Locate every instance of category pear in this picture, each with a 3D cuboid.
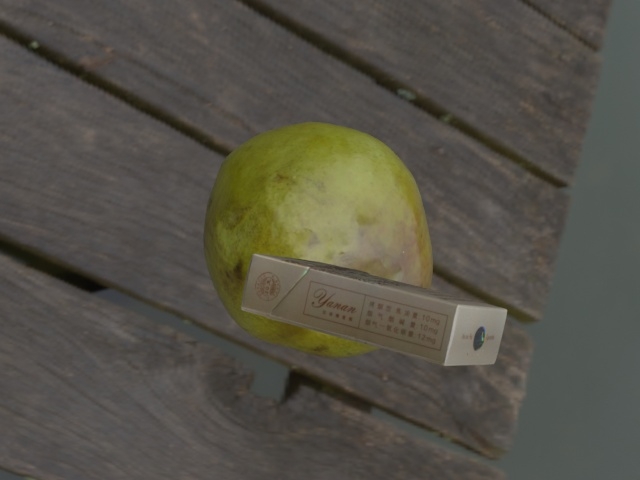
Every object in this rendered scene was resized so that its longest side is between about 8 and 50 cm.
[{"bbox_3d":[0.000,0.000,0.996,0.200,0.200,0.200,5,82,-37],"label":"pear"}]

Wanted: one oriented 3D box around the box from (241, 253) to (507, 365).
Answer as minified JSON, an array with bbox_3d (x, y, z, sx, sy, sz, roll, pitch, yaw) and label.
[{"bbox_3d":[0.020,0.025,0.448,0.053,0.083,0.024,10,95,-64],"label":"box"}]
